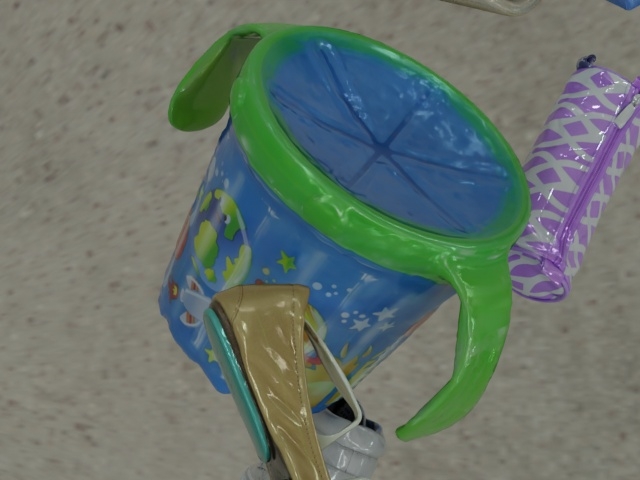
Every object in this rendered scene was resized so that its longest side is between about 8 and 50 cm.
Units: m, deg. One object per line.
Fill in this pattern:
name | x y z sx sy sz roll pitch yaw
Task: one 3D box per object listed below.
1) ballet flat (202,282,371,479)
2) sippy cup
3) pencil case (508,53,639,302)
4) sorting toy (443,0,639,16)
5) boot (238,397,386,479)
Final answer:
ballet flat | -0.003 0.131 1.167 0.073 0.080 0.232 -15 79 -13
sippy cup | 0.000 0.000 1.463 0.240 0.305 0.224 22 124 -18
pencil case | 0.209 -0.048 1.641 0.086 0.088 0.206 39 67 -28
sorting toy | 0.107 -0.196 1.230 0.196 0.348 0.047 -42 131 -28
boot | 0.002 0.179 1.600 0.095 0.258 0.123 24 90 -11
